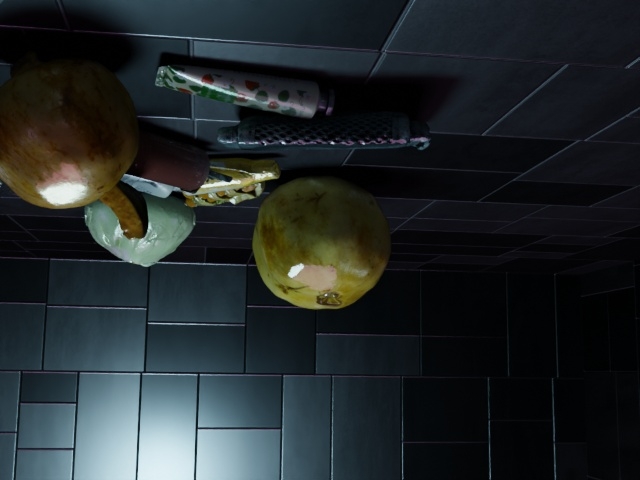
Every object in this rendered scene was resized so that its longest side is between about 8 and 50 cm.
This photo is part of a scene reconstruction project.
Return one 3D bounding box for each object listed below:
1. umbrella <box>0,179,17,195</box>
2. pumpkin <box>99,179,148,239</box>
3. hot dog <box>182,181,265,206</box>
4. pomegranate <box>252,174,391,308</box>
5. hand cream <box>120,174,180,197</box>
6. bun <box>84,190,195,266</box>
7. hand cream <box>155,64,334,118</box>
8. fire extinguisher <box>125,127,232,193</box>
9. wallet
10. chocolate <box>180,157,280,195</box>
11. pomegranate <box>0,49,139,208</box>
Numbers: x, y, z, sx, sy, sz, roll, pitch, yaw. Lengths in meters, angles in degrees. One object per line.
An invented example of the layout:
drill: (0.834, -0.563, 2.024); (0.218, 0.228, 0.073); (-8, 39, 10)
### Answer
umbrella: (-0.650, -0.128, 1.925); (0.094, 0.090, 0.326); (-6, 170, 22)
pumpkin: (-0.460, -0.123, 1.612); (0.290, 0.095, 0.258); (33, 178, -22)
hot dog: (-0.235, -0.121, 1.994); (0.269, 0.072, 0.109); (-10, 164, 44)
pomegranate: (0.000, 0.000, 2.008); (0.332, 0.333, 0.332); (1, 171, 0)
hand cream: (-0.443, -0.160, 1.831); (0.340, 0.078, 0.124); (15, 166, -29)
bun: (-0.486, -0.025, 2.260); (0.293, 0.187, 0.293); (3, 170, 1)
hand cream: (-0.115, -0.234, 1.316); (0.276, 0.059, 0.095); (7, 170, -13)
fire extinguisher: (-0.297, -0.154, 1.687); (0.104, 0.105, 0.269); (-5, 168, 35)
wallet: (0.008, -0.187, 1.451); (0.342, 0.075, 0.237); (1, -173, 2)
chocolate: (-0.195, -0.146, 1.836); (0.219, 0.086, 0.085); (-5, 170, 14)
pomegranate: (-0.384, -0.165, 1.255); (0.248, 0.248, 0.248); (1, 171, 0)
